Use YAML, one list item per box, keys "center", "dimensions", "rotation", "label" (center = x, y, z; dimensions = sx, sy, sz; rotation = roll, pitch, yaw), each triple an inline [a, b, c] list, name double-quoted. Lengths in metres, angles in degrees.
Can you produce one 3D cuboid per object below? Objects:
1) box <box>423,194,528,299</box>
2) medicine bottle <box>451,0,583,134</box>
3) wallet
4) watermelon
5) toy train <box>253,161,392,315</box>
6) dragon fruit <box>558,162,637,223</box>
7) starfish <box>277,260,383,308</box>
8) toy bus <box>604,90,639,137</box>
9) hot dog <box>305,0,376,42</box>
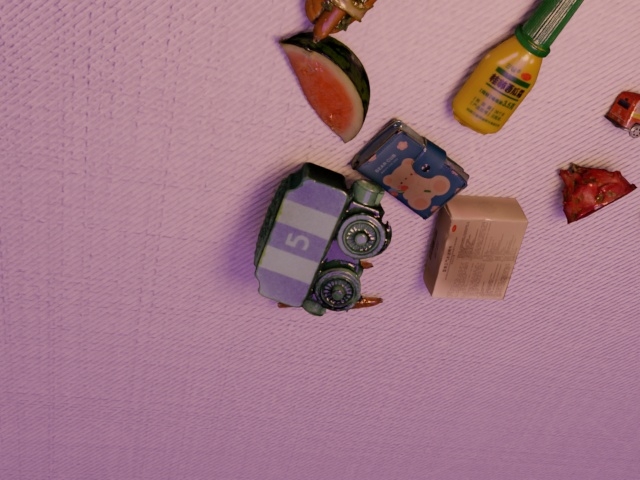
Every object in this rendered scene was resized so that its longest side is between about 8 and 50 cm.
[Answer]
- center: [0.321, 0.017, 1.539]
  dimensions: [0.168, 0.095, 0.212]
  rotation: [1, 126, -9]
  label: "box"
- center: [0.356, -0.328, 1.297]
  dimensions: [0.111, 0.076, 0.309]
  rotation: [22, 121, -22]
  label: "medicine bottle"
- center: [0.181, -0.138, 1.430]
  dimensions: [0.202, 0.059, 0.141]
  rotation: [33, 124, -24]
  label: "wallet"
- center: [0.022, -0.280, 1.312]
  dimensions: [0.119, 0.063, 0.245]
  rotation: [-14, 135, 28]
  label: "watermelon"
- center: [0.000, 0.000, 1.433]
  dimensions: [0.238, 0.167, 0.299]
  rotation: [21, 108, -8]
  label: "toy train"
- center: [0.545, -0.112, 1.472]
  dimensions: [0.153, 0.153, 0.111]
  rotation: [-29, 84, 15]
  label: "dragon fruit"
- center: [0.022, 0.095, 1.598]
  dimensions: [0.247, 0.050, 0.138]
  rotation: [-1, 127, -14]
  label: "starfish"
- center: [0.644, -0.231, 1.402]
  dimensions: [0.174, 0.079, 0.077]
  rotation: [11, 115, -15]
  label: "toy bus"
- center: [0.066, -0.437, 1.186]
  dimensions: [0.109, 0.072, 0.269]
  rotation: [29, 118, -22]
  label: "hot dog"
